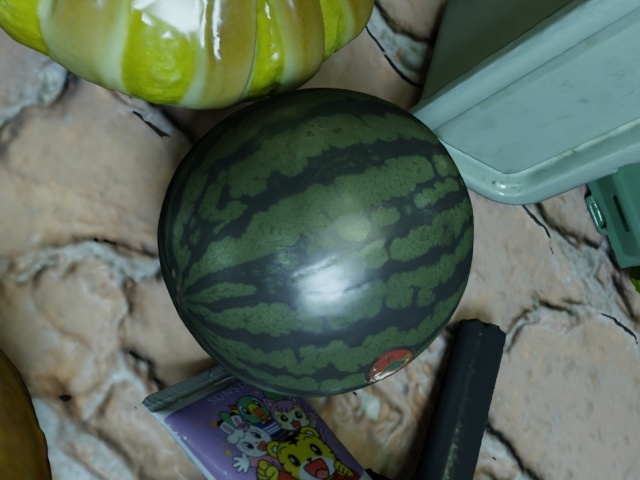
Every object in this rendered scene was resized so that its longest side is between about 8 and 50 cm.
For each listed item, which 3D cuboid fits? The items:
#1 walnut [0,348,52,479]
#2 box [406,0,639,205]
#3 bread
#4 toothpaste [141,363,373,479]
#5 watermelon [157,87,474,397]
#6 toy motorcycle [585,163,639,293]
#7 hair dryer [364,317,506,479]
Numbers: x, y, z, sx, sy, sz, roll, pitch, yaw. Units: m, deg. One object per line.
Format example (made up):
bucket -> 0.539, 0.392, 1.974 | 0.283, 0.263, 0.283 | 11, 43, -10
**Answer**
walnut -> -0.232, 0.158, 0.305 | 0.203, 0.203, 0.298 | -2, 68, -27
box -> 0.217, -0.174, 0.514 | 0.175, 0.312, 0.182 | 22, 67, -23
bread -> -0.079, -0.250, 0.427 | 0.333, 0.160, 0.333 | 7, 71, -20
toothpaste -> 0.013, 0.190, 0.410 | 0.299, 0.073, 0.114 | 44, 37, 22
watermelon -> 0.000, 0.000, 0.433 | 0.212, 0.212, 0.212 | 4, 82, -26
toy motorcycle -> 0.430, -0.072, 0.591 | 0.200, 0.326, 0.191 | -26, 96, -29
hair dryer -> 0.121, 0.185, 0.544 | 0.197, 0.089, 0.251 | 29, 65, -21
